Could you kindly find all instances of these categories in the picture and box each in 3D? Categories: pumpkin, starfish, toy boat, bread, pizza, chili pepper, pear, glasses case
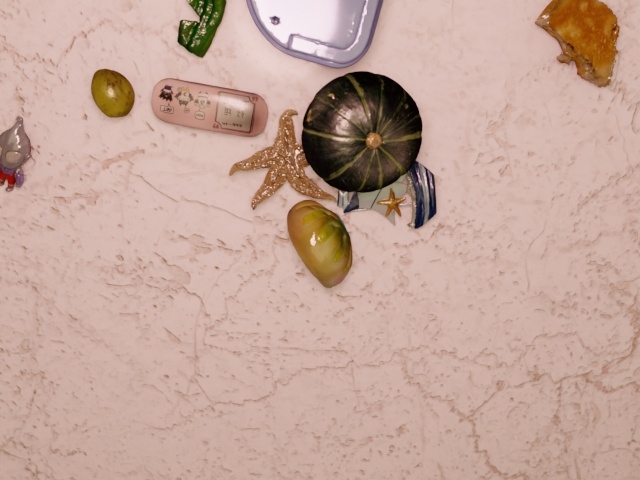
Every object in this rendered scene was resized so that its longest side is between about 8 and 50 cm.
[{"bbox_3d":[0.107,-0.282,1.420,0.323,0.241,0.323,-4,104,-16],"label":"pumpkin"},{"bbox_3d":[-0.101,-0.205,1.535,0.303,0.060,0.299,-26,108,-6],"label":"starfish"},{"bbox_3d":[0.193,-0.131,1.595,0.291,0.067,0.220,-5,109,10],"label":"toy boat"},{"bbox_3d":[0.006,0.012,1.568,0.158,0.156,0.260,-30,108,9],"label":"bread"},{"bbox_3d":[0.720,-0.550,1.463,0.297,0.071,0.189,39,90,-18],"label":"pizza"},{"bbox_3d":[-0.297,-0.604,1.386,0.099,0.083,0.253,18,111,-8],"label":"chili pepper"},{"bbox_3d":[-0.551,-0.392,1.429,0.107,0.107,0.131,-10,97,0],"label":"pear"},{"bbox_3d":[-0.301,-0.362,1.467,0.315,0.075,0.122,10,111,-6],"label":"glasses case"}]

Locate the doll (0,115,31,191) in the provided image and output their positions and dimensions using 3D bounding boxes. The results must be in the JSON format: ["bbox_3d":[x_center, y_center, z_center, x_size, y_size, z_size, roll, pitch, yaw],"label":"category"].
[{"bbox_3d":[-0.850,-0.241,1.483,0.102,0.075,0.227,30,117,-2],"label":"doll"}]

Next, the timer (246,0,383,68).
[{"bbox_3d":[-0.025,-0.643,1.336,0.395,0.173,0.394,-1,110,-3],"label":"timer"}]
